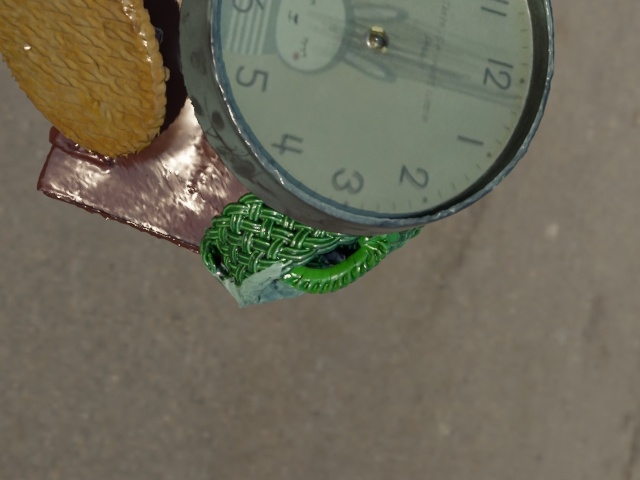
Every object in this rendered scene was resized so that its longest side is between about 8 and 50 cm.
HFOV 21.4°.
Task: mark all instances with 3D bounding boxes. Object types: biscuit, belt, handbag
[{"bbox_3d":[-0.232,-0.194,1.607,0.035,0.254,0.254,-34,126,-35],"label":"biscuit"},{"bbox_3d":[0.000,0.000,1.114,0.151,0.121,0.079,-17,75,-29],"label":"belt"},{"bbox_3d":[-0.130,-0.123,1.760,0.084,0.275,0.260,-98,-153,-84],"label":"handbag"}]

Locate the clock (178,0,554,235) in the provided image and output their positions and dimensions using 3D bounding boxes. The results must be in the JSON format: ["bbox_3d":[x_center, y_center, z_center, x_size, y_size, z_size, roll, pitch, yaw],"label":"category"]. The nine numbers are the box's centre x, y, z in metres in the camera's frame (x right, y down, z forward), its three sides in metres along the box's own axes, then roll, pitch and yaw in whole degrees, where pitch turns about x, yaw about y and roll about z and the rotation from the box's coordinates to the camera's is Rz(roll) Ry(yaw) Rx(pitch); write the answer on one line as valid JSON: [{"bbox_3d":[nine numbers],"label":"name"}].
[{"bbox_3d":[0.030,-0.110,0.930,0.215,0.042,0.215,1,88,-23],"label":"clock"}]
